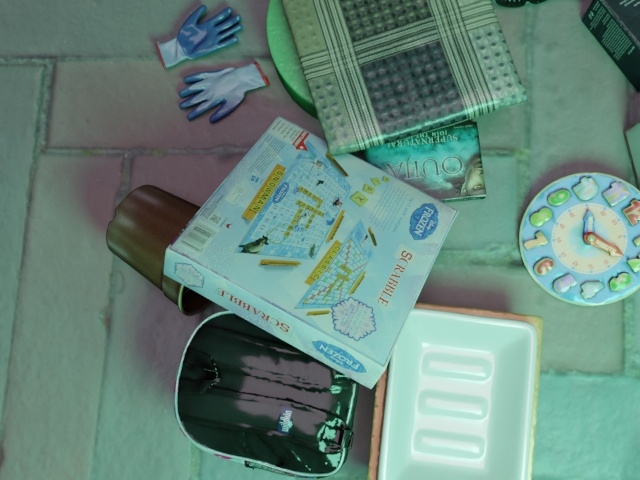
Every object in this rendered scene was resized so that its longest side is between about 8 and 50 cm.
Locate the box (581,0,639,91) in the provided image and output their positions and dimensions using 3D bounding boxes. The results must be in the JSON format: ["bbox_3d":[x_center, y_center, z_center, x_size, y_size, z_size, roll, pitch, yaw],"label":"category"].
[{"bbox_3d":[0.530,-0.349,1.105,0.156,0.093,0.158,-33,79,-1],"label":"box"}]

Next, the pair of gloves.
[{"bbox_3d":[-0.186,-0.302,1.193,0.159,0.023,0.198,-25,81,-1],"label":"pair of gloves"}]

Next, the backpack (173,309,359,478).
[{"bbox_3d":[-0.077,0.212,1.020,0.254,0.191,0.225,10,80,-1],"label":"backpack"}]

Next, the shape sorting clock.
[{"bbox_3d":[0.412,-0.003,1.080,0.206,0.040,0.206,-1,85,12],"label":"shape sorting clock"}]

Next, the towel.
[{"bbox_3d":[0.118,-0.312,1.078,0.312,0.056,0.324,-16,79,4],"label":"towel"}]

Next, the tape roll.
[{"bbox_3d":[0.075,-0.343,1.150,0.322,0.077,0.321,-1,81,4],"label":"tape roll"}]

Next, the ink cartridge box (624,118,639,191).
[{"bbox_3d":[0.602,-0.126,1.068,0.218,0.092,0.158,-11,81,1],"label":"ink cartridge box"}]

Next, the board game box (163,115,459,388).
[{"bbox_3d":[0.000,0.000,0.999,0.318,0.066,0.318,29,51,5],"label":"board game box"}]

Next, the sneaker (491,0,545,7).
[{"bbox_3d":[0.370,-0.460,1.144,0.263,0.099,0.121,-4,74,-4],"label":"sneaker"}]

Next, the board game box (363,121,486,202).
[{"bbox_3d":[0.166,-0.119,1.134,0.186,0.026,0.126,-6,81,4],"label":"board game box"}]

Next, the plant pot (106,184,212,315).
[{"bbox_3d":[-0.226,0.003,1.087,0.165,0.167,0.167,30,85,16],"label":"plant pot"}]

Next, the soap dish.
[{"bbox_3d":[0.194,0.243,1.031,0.229,0.118,0.290,6,82,6],"label":"soap dish"}]
